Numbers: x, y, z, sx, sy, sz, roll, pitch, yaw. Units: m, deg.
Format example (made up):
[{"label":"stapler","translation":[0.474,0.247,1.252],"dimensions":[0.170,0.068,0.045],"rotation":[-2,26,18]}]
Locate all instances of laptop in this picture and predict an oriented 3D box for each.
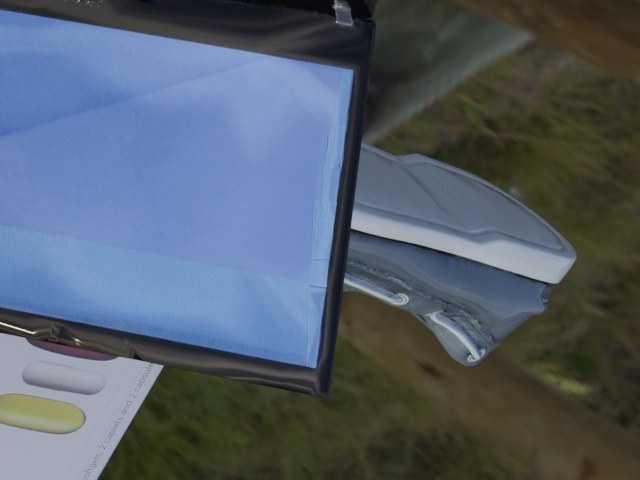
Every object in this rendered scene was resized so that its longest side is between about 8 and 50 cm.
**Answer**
[{"label":"laptop","translation":[-0.108,-0.060,0.642],"dimensions":[0.264,0.234,0.136],"rotation":[70,31,-71]}]

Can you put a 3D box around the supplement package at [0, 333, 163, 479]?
[{"label":"supplement package","translation":[-0.236,0.086,1.244],"dimensions":[0.145,0.204,0.262],"rotation":[16,118,-31]}]

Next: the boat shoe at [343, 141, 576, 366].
[{"label":"boat shoe","translation":[0.000,0.000,0.932],"dimensions":[0.319,0.116,0.099],"rotation":[16,115,-41]}]
